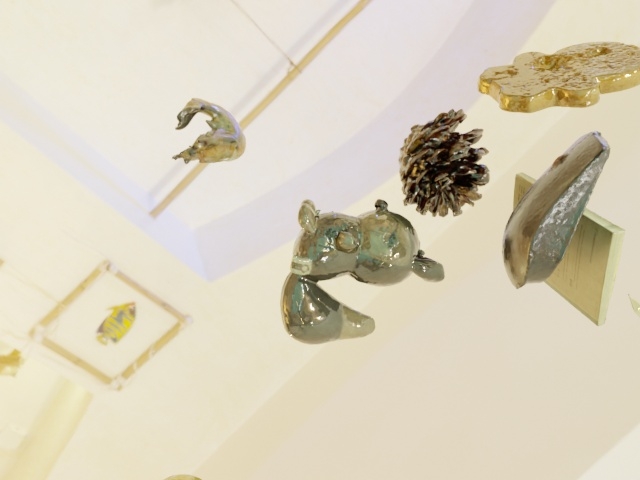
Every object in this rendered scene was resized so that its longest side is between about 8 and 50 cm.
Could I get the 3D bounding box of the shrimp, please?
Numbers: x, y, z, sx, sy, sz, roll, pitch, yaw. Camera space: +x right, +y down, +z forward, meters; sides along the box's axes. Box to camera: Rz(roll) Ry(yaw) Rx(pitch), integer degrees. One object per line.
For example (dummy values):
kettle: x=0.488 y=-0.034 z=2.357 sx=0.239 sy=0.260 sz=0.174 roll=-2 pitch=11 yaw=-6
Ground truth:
shrimp: x=-0.227 y=-0.225 z=1.170 sx=0.059 sy=0.145 sz=0.254 roll=-24 pitch=180 yaw=28

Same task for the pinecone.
pinecone: x=0.333 y=-0.201 z=1.578 sx=0.242 sy=0.298 sz=0.295 roll=-6 pitch=-108 yaw=5

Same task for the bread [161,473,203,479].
bread: x=-0.151 y=0.418 z=0.729 sx=0.102 sy=0.245 sz=0.094 roll=-17 pitch=-173 yaw=-8

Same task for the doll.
doll: x=0.092 y=0.077 z=1.490 sx=0.252 sy=0.383 sz=0.378 roll=-100 pitch=-155 yaw=-59

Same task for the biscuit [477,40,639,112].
biscuit: x=0.359 y=-0.238 z=0.842 sx=0.249 sy=0.035 sz=0.184 roll=-17 pitch=-145 yaw=-6

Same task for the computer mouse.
computer mouse: x=0.388 y=-0.057 z=1.007 sx=0.168 sy=0.087 sz=0.295 roll=-53 pitch=165 yaw=-75

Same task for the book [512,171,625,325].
book: x=0.465 y=0.008 z=1.145 sx=0.025 sy=0.214 sz=0.282 roll=-15 pitch=-146 yaw=-13

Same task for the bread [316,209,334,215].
bread: x=0.001 y=-0.005 z=1.703 sx=0.110 sy=0.103 sz=0.156 roll=62 pitch=36 yaw=-81

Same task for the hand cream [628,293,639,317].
hand cream: x=0.457 y=0.112 z=0.795 sx=0.022 sy=0.102 sz=0.035 roll=-49 pitch=-170 yaw=36
